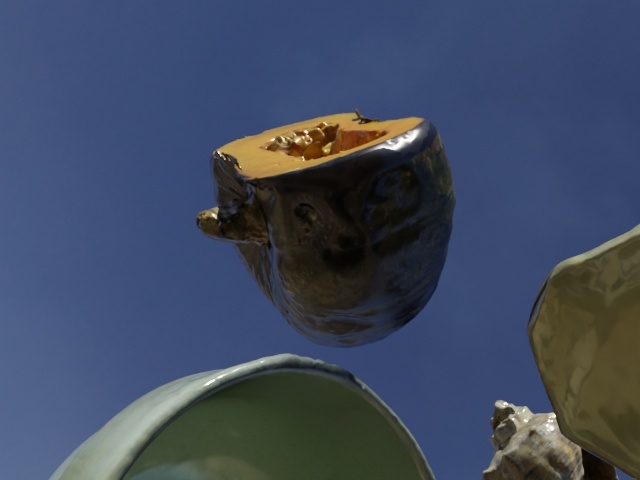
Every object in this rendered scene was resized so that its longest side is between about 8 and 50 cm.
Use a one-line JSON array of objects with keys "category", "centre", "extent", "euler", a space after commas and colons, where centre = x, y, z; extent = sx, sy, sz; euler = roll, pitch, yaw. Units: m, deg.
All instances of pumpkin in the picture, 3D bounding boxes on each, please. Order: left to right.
[{"category": "pumpkin", "centre": [0.000, 0.000, 0.974], "extent": [0.325, 0.242, 0.232], "euler": [-154, -129, -71]}]

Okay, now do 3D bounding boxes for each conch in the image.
[{"category": "conch", "centre": [0.309, 0.350, 1.310], "extent": [0.159, 0.210, 0.291], "euler": [-25, -97, 26]}]

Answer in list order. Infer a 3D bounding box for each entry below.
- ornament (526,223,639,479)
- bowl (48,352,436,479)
[{"category": "ornament", "centre": [0.177, 0.056, 0.381], "extent": [0.201, 0.059, 0.180], "euler": [-45, -128, 51]}, {"category": "bowl", "centre": [-0.067, 0.231, 0.597], "extent": [0.163, 0.307, 0.307], "euler": [-12, -70, 44]}]
